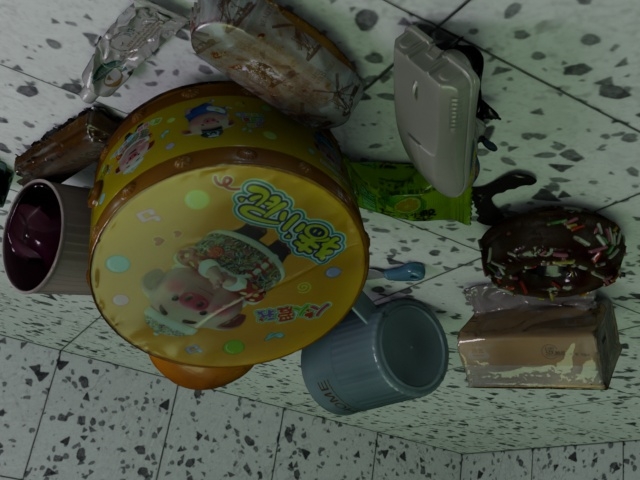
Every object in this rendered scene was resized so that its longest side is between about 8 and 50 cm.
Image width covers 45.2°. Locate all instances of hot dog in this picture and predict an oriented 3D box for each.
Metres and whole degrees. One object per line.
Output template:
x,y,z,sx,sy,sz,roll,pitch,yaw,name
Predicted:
-0.051,-0.239,1.017,0.144,0.075,0.268,-17,142,39,hot dog

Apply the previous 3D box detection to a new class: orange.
-0.273,0.199,1.832,0.311,0.312,0.312,8,157,3,orange

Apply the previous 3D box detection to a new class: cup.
-0.426,-0.019,1.469,0.273,0.208,0.288,9,127,-48,cup
0.128,0.263,1.955,0.256,0.331,0.311,-16,174,-38,cup

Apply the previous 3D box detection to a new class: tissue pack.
0.474,0.190,1.687,0.305,0.239,0.238,-6,152,32,tissue pack

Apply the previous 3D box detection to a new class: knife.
0.130,0.076,1.742,0.244,0.032,0.058,-6,155,41,knife

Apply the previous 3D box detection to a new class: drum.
-0.139,-0.012,1.181,0.430,0.214,0.431,-5,131,-6,drum

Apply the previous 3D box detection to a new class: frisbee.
0.260,-0.078,1.343,0.187,0.012,0.211,9,158,2,frisbee

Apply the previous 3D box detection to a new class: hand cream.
-0.275,-0.264,1.080,0.084,0.050,0.257,21,148,-30,hand cream

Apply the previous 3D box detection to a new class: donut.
0.421,0.031,1.405,0.269,0.103,0.270,6,155,3,donut

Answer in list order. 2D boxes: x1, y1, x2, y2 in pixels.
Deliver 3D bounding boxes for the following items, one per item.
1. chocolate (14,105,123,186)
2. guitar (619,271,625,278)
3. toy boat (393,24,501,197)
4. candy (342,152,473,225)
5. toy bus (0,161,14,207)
-0.453,-0.154,1.382,0.102,0.065,0.329,28,149,-36,chocolate
0.500,0.070,1.575,0.233,0.025,0.088,0,154,22,guitar
0.171,-0.169,1.036,0.140,0.141,0.269,1,155,20,toy boat
0.135,-0.084,1.298,0.246,0.069,0.149,6,152,10,candy
-0.696,-0.133,1.493,0.101,0.088,0.175,-1,156,27,toy bus
